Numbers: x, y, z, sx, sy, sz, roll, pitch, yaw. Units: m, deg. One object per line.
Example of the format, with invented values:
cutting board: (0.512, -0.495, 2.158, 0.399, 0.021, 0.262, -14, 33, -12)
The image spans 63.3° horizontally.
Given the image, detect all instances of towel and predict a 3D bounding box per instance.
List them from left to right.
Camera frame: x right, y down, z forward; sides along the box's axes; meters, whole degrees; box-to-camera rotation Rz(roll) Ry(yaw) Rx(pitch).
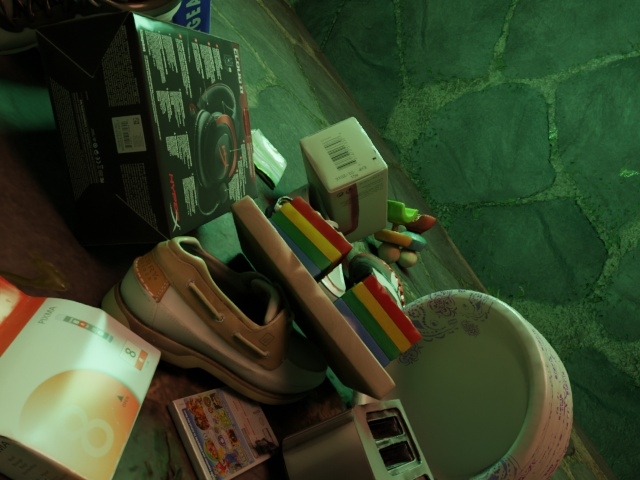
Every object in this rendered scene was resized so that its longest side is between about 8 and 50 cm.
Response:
towel: (-0.119, -0.179, 1.110, 0.113, 0.023, 0.152, 46, 20, -16)

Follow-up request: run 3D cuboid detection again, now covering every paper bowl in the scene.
paper bowl: (0.195, 0.224, 0.716, 0.148, 0.284, 0.284, 38, 24, -37)

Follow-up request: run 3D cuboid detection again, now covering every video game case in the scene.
video game case: (-0.094, 0.193, 0.529, 0.087, 0.011, 0.122, 59, 20, 19)

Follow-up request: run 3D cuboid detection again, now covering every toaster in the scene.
toaster: (0.048, 0.267, 0.553, 0.185, 0.110, 0.168, 22, 39, -56)

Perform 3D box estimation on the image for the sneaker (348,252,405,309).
sneaker: (0.101, 0.115, 0.976, 0.135, 0.097, 0.276, 37, 25, -42)

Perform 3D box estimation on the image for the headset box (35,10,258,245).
headset box: (-0.174, -0.134, 0.631, 0.293, 0.110, 0.218, -50, 135, -70)

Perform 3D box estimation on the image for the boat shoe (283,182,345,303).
boat shoe: (0.000, 0.000, 0.965, 0.096, 0.088, 0.267, 33, 26, -44)

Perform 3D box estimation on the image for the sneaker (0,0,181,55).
sneaker: (-0.264, -0.259, 0.529, 0.108, 0.271, 0.100, 21, -51, 57)

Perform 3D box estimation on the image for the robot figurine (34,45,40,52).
robot figurine: (-0.339, -0.372, 0.680, 0.353, 0.200, 0.300, 52, 21, 1)

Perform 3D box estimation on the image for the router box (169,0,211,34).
router box: (-0.310, -0.487, 0.877, 0.301, 0.082, 0.335, 52, -16, -2)

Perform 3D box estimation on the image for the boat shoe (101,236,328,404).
boat shoe: (-0.078, 0.096, 0.574, 0.302, 0.103, 0.113, 34, 14, -45)

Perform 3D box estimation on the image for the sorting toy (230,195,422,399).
sorting toy: (0.003, 0.063, 0.667, 0.255, 0.089, 0.257, 52, -12, 6)

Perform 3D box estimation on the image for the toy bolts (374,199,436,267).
toy bolts: (0.196, -0.015, 1.450, 0.228, 0.158, 0.218, 16, -1, -45)

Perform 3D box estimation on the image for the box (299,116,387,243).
box: (0.052, -0.113, 1.088, 0.232, 0.127, 0.149, 78, -14, -61)

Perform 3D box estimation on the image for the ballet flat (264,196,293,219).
ballet flat: (-0.065, -0.015, 0.875, 0.074, 0.074, 0.203, 43, 21, -24)

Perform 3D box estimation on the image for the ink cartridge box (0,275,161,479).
ink cartridge box: (-0.215, 0.089, 0.388, 0.179, 0.045, 0.145, 47, 19, -22)
